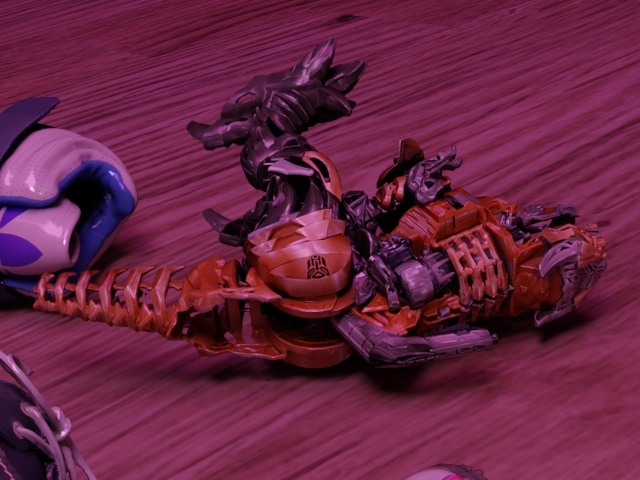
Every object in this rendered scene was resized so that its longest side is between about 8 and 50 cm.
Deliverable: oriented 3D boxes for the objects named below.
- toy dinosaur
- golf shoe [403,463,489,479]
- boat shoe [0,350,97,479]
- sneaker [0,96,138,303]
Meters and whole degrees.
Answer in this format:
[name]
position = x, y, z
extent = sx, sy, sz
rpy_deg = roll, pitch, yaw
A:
[toy dinosaur]
position = 0.000, 0.000, 0.802
extent = 0.322, 0.164, 0.218
rpy_deg = 9, 34, -19
[golf shoe]
position = 0.050, 0.149, 0.516
extent = 0.086, 0.067, 0.186
rpy_deg = -11, 23, -8
[boat shoe]
position = -0.165, 0.104, 0.656
extent = 0.079, 0.095, 0.254
rpy_deg = -29, 21, -22
[sneaker]
position = -0.280, -0.009, 0.901
extent = 0.236, 0.130, 0.323
rpy_deg = 8, 21, 40
